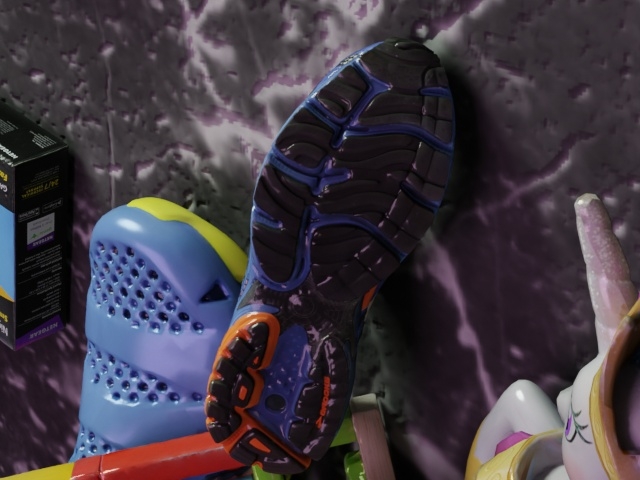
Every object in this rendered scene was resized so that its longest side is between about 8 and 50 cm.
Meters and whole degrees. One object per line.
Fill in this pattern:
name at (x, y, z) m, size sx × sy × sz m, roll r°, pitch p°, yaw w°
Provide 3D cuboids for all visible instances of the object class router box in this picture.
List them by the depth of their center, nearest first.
router box at (-0.225, -0.032, 1.148) m, size 0.179 × 0.046 × 0.133 m, roll 32°, pitch 131°, yaw 36°

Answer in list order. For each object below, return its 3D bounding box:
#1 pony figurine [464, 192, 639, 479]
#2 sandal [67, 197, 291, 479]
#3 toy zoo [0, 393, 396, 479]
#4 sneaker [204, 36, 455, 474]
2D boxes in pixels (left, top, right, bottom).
pony figurine at (0.123, 0.191, 0.717) m, size 0.351 × 0.303 × 0.363 m, roll 66°, pitch 157°, yaw 14°
sandal at (-0.088, 0.133, 1.002) m, size 0.126 × 0.138 × 0.317 m, roll 17°, pitch 119°, yaw 47°
toy zoo at (-0.093, 0.203, 0.955) m, size 0.030 × 0.293 × 0.192 m, roll -102°, pitch -1°, yaw -78°
sneaker at (0.000, 0.000, 0.876) m, size 0.083 × 0.087 × 0.221 m, roll 22°, pitch 115°, yaw -6°
